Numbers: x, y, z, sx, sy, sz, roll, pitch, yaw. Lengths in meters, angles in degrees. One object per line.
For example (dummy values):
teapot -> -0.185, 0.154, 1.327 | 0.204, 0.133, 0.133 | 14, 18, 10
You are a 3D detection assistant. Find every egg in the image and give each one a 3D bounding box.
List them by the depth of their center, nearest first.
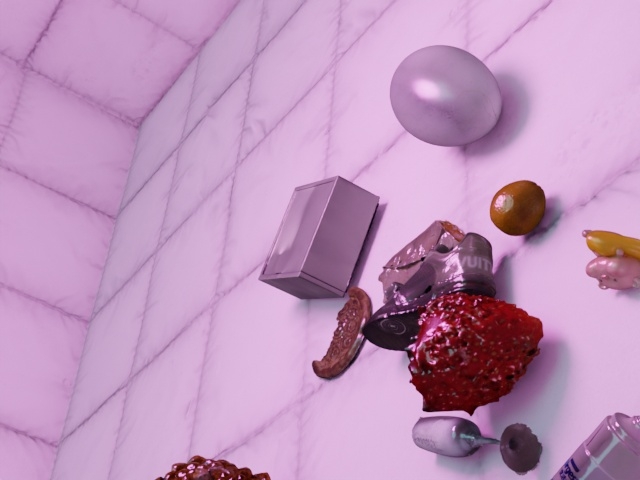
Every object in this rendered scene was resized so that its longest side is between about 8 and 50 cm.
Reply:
egg -> 0.231, -0.263, 1.959 | 0.183, 0.183, 0.264 | -60, 30, 7

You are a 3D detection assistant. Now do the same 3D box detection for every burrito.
burrito -> 0.177, 0.037, 1.916 | 0.226, 0.060, 0.087 | -43, 36, 36

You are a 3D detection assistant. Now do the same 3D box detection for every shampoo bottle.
shampoo bottle -> 0.323, 0.312, 1.299 | 0.303, 0.092, 0.092 | -56, 25, 19

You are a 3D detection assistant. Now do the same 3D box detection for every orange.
orange -> 0.316, -0.052, 1.698 | 0.095, 0.085, 0.085 | -39, 28, 7

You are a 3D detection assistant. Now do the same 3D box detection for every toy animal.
toy animal -> 0.393, 0.029, 1.460 | 0.114, 0.091, 0.082 | 27, 105, 65

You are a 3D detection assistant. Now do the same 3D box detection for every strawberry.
strawberry -> 0.226, 0.155, 1.560 | 0.201, 0.187, 0.184 | -21, 71, 27

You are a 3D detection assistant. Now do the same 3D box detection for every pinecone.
pinecone -> -0.193, 0.530, 1.965 | 0.264, 0.264, 0.264 | -46, 29, 35

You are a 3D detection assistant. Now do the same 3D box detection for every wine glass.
wine glass -> 0.216, 0.293, 1.570 | 0.262, 0.074, 0.074 | -11, 57, 63

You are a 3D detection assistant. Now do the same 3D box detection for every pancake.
pancake -> 0.043, 0.180, 2.098 | 0.184, 0.020, 0.190 | -34, 37, 50

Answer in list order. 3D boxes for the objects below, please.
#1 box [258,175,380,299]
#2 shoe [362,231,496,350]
box -> 0.000, 0.000, 2.233 | 0.225, 0.117, 0.225 | -9, 58, 66
shoe -> 0.190, 0.082, 1.799 | 0.293, 0.109, 0.149 | -29, 37, 47
